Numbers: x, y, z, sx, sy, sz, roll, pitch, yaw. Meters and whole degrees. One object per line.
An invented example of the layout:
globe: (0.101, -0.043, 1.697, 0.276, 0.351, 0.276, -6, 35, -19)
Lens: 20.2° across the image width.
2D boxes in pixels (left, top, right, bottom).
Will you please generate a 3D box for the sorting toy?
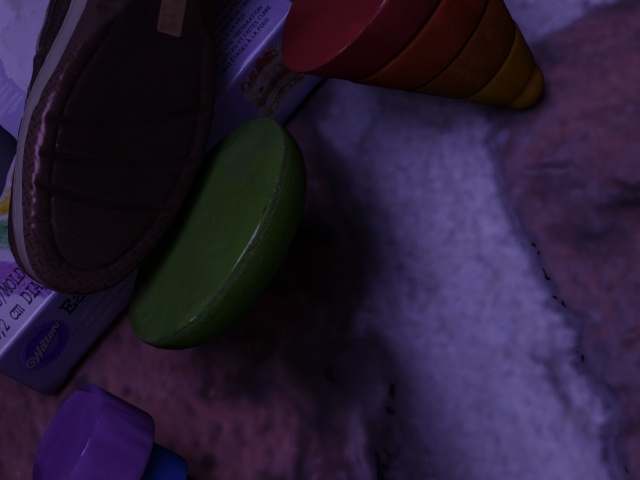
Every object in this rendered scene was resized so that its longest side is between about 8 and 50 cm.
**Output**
sorting toy: (0.000, 0.000, 0.907, 0.365, 0.126, 0.127, -59, 24, -1)

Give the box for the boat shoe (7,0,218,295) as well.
boat shoe: (-0.105, -0.093, 0.932, 0.095, 0.095, 0.257, -8, 62, 60)

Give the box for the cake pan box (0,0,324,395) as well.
cake pan box: (-0.162, -0.079, 1.029, 0.267, 0.070, 0.246, -49, 57, 0)
